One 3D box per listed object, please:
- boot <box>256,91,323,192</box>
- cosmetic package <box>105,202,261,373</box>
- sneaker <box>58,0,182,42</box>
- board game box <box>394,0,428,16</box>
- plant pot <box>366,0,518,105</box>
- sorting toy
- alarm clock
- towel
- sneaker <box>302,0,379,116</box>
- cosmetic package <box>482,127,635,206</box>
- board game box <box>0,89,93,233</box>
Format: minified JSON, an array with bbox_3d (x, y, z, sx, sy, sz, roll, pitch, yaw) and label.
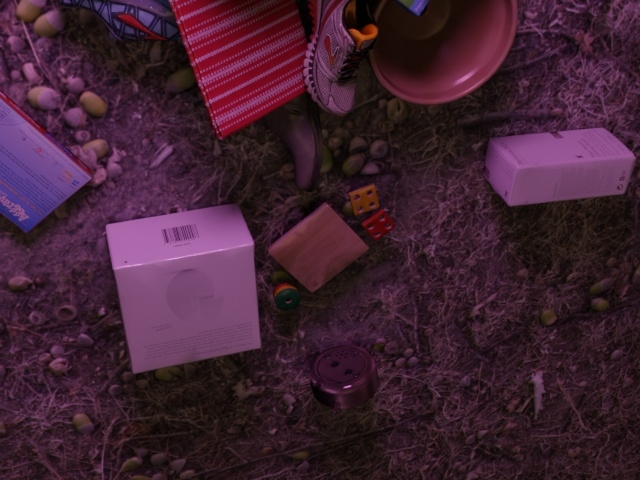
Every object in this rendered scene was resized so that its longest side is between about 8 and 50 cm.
[{"bbox_3d":[-0.077,-0.190,1.476,0.161,0.083,0.246,-2,123,-5],"label":"boot"},{"bbox_3d":[-0.225,0.079,1.561,0.224,0.138,0.224,-10,125,-13],"label":"cosmetic package"},{"bbox_3d":[-0.249,-0.330,1.312,0.262,0.104,0.125,24,133,-28],"label":"sneaker"},{"bbox_3d":[0.099,-0.416,1.229,0.211,0.039,0.160,25,103,-40],"label":"board game box"},{"bbox_3d":[0.171,-0.335,1.426,0.237,0.110,0.237,-9,126,-12],"label":"plant pot"},{"bbox_3d":[0.000,0.000,1.641,0.274,0.046,0.132,-38,127,10],"label":"sorting toy"},{"bbox_3d":[0.058,0.246,1.792,0.192,0.129,0.064,-33,131,-32],"label":"alarm clock"},{"bbox_3d":[-0.112,-0.303,1.295,0.199,0.031,0.275,-34,123,-29],"label":"towel"},{"bbox_3d":[0.032,-0.278,1.340,0.088,0.093,0.225,-32,136,-36],"label":"sneaker"},{"bbox_3d":[0.418,-0.132,1.649,0.231,0.117,0.085,-6,125,-17],"label":"cosmetic package"},{"bbox_3d":[-0.489,-0.141,1.388,0.145,0.027,0.281,-38,127,8],"label":"board game box"}]
